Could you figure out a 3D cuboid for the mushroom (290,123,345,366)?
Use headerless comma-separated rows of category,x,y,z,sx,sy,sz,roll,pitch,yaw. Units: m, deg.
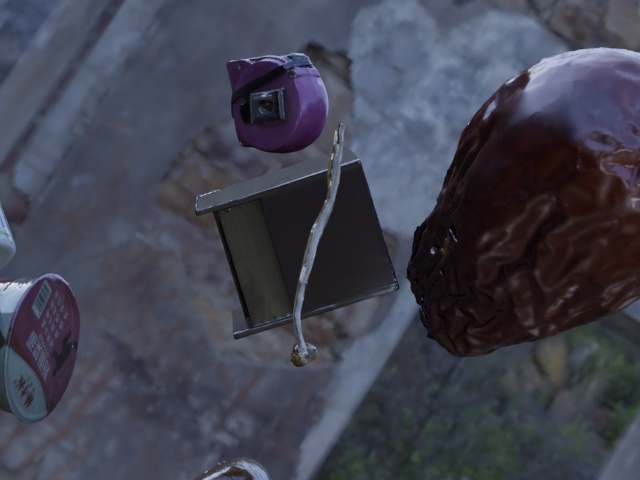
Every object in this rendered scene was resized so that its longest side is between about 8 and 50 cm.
mushroom,-0.001,-0.004,1.434,0.026,0.286,0.028,-1,-32,14

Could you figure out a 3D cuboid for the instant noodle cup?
instant noodle cup,-0.504,0.157,2.270,0.178,0.235,0.235,7,-14,18

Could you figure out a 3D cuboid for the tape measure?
tape measure,-0.055,-0.161,1.719,0.125,0.118,0.074,-6,1,39

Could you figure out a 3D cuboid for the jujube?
jujube,0.153,-0.019,0.973,0.168,0.236,0.168,28,36,-22

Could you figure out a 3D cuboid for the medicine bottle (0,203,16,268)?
medicine bottle,-0.369,-0.055,1.443,0.183,0.086,0.086,66,8,22

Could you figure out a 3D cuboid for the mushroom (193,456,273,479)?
mushroom,-0.165,0.374,1.694,0.163,0.297,0.278,54,-26,-5

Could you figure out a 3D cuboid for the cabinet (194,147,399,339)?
cabinet,-0.035,0.000,1.864,0.148,0.215,0.175,-119,-169,-79

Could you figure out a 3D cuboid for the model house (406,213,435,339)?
model house,0.192,0.045,1.830,0.164,0.141,0.203,55,-25,34
